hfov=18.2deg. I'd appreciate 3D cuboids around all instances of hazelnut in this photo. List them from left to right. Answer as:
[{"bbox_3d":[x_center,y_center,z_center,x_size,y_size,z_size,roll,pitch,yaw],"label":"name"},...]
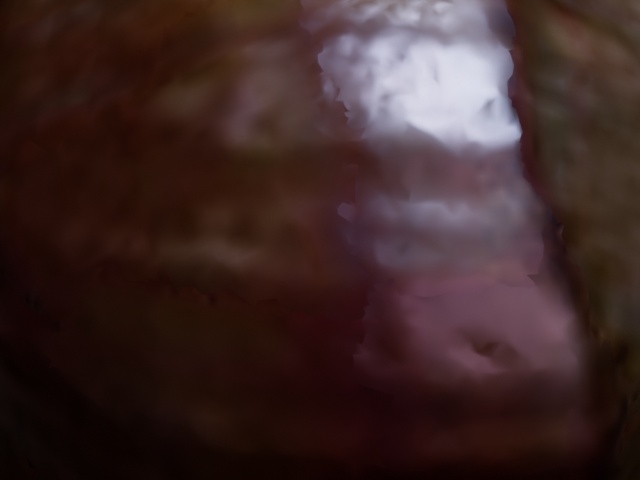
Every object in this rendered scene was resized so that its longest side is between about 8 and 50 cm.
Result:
[{"bbox_3d":[0.000,0.000,0.952,0.421,0.353,0.421,-2,78,9],"label":"hazelnut"}]
